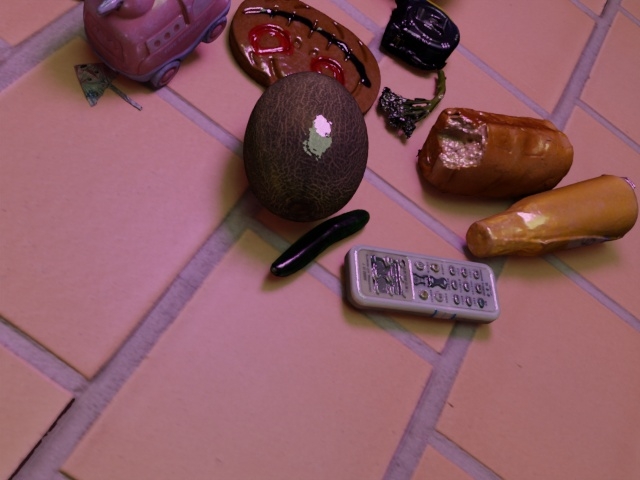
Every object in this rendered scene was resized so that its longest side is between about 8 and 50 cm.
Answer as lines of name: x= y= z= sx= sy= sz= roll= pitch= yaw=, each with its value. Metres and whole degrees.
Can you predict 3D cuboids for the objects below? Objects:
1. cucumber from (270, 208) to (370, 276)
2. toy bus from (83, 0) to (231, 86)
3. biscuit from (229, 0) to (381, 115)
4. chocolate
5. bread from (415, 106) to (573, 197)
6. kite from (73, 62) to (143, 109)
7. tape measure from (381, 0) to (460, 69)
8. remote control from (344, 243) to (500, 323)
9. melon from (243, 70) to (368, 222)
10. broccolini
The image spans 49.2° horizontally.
cucumber: x=0.000 y=0.000 z=1.356 sx=0.284 sy=0.056 sz=0.056 roll=-32 pitch=80 yaw=-38
toy bus: x=-0.312 y=-0.454 z=1.318 sx=0.197 sy=0.232 sz=0.294 roll=44 pitch=78 yaw=2
biscuit: x=-0.035 y=-0.403 z=1.559 sx=0.367 sy=0.063 sz=0.314 roll=29 pitch=53 yaw=-9
chocolate: x=0.519 y=-0.035 z=1.585 sx=0.445 sy=0.162 sz=0.162 roll=-14 pitch=70 yaw=-26
bread: x=0.396 y=-0.183 z=1.566 sx=0.343 sy=0.195 sz=0.149 roll=0 pitch=43 yaw=-26
kite: x=-0.407 y=-0.303 z=1.355 sx=0.152 sy=0.005 sz=0.137 roll=29 pitch=55 yaw=-10
tape measure: x=0.257 y=-0.520 z=1.737 sx=0.186 sy=0.112 sz=0.199 roll=28 pitch=56 yaw=-12
remote control: x=0.204 y=0.092 z=1.394 sx=0.335 sy=0.065 sz=0.128 roll=9 pitch=62 yaw=-21
melon: x=-0.026 y=-0.183 z=1.328 sx=0.237 sy=0.237 sz=0.302 roll=16 pitch=57 yaw=-18
broccolini: x=0.222 y=-0.349 z=1.661 sx=0.123 sy=0.062 sz=0.271 roll=46 pitch=50 yaw=-7
